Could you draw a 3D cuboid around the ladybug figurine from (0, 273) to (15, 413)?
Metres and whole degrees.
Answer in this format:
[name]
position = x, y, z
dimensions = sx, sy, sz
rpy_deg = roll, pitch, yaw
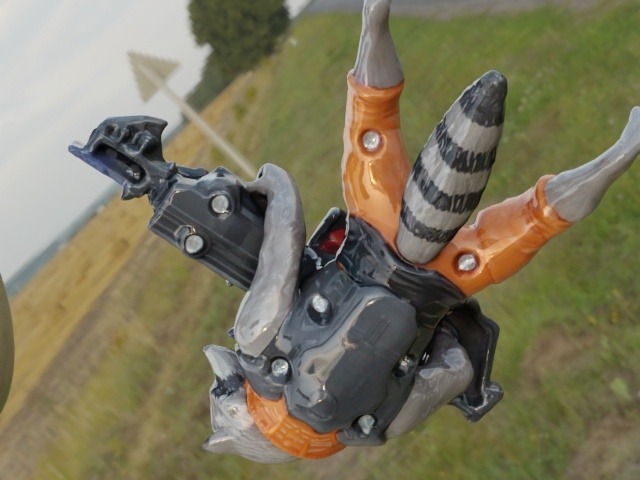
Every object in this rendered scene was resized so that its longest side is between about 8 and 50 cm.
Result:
[ladybug figurine]
position = -0.431, 0.071, 1.171
dimensions = 0.162, 0.305, 0.449
rpy_deg = -60, -22, -44

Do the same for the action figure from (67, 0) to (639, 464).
[action figure]
position = 0.000, 0.000, 0.816
dimensions = 0.330, 0.341, 0.178
rpy_deg = -62, 6, 23
